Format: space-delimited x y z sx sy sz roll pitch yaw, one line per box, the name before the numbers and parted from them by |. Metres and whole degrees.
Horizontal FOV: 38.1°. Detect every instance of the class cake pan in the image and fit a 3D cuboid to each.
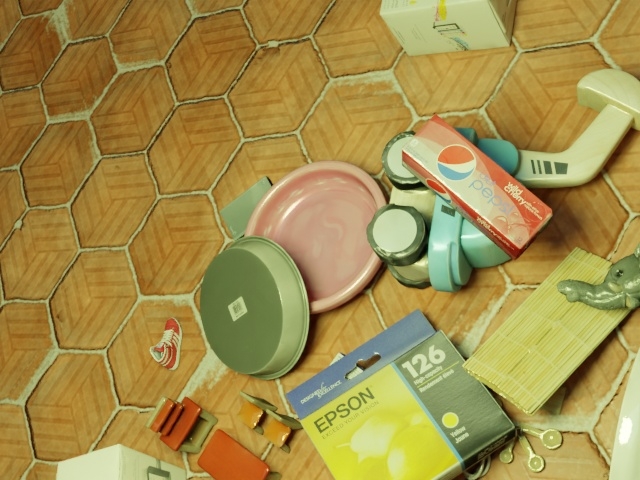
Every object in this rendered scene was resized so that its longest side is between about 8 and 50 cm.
cake pan | -0.143 0.137 1.853 0.293 0.054 0.293 5 97 44

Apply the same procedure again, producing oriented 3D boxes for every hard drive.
hard drive | -0.152 -0.069 2.051 0.135 0.022 0.094 -37 55 11

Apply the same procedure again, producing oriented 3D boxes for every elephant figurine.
elephant figurine | 0.548 0.070 1.501 0.239 0.186 0.169 40 123 35

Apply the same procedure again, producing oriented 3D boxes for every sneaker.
sneaker | -0.334 0.216 1.999 0.042 0.067 0.118 -16 61 23

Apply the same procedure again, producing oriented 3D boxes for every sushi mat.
sushi mat | 0.403 0.149 1.584 0.316 0.019 0.151 -43 51 -15

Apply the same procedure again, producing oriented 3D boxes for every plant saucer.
plant saucer | 0.000 0.000 1.897 0.332 0.084 0.332 -13 62 25

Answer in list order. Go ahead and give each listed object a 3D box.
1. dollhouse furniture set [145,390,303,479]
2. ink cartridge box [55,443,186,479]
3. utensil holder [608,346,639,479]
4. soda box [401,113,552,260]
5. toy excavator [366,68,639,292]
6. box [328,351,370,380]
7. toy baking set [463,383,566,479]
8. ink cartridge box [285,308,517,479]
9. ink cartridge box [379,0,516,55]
dollhouse furniture set | -0.205 0.409 1.796 0.259 0.135 0.262 27 83 35
ink cartridge box | -0.387 0.483 1.817 0.159 0.218 0.092 -20 55 21
utensil holder | 0.624 0.312 1.253 0.386 0.328 0.327 9 73 31
soda box | 0.260 -0.089 1.561 0.263 0.083 0.092 42 82 14
toy excavator | 0.348 -0.106 1.695 0.446 0.222 0.432 6 73 18
box | 0.052 0.304 1.736 0.126 0.072 0.137 35 88 35
toy baking set | 0.304 0.312 1.614 0.256 0.030 0.196 -14 62 24
ink cartridge box | 0.128 0.295 1.614 0.304 0.072 0.307 -33 59 -6
ink cartridge box | 0.271 -0.505 1.915 0.233 0.168 0.171 -1 68 29
